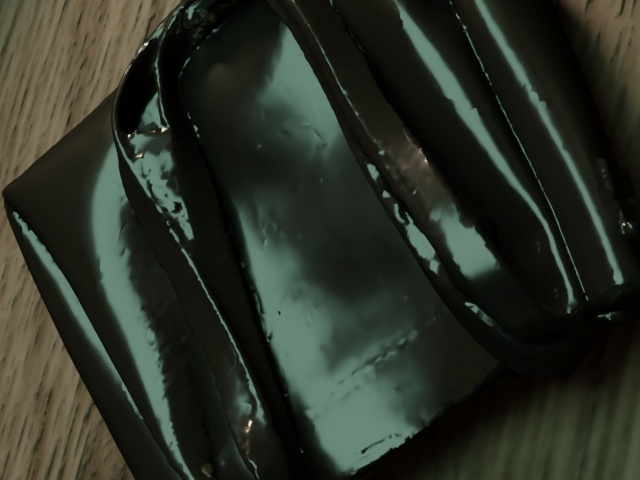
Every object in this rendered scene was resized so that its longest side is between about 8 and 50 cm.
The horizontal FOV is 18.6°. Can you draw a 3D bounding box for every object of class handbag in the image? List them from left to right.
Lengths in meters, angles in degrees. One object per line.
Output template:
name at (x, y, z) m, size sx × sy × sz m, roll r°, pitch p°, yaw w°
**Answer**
handbag at (0.000, 0.000, 0.884) m, size 0.285 × 0.113 × 0.257 m, roll -37°, pitch 57°, yaw 21°
